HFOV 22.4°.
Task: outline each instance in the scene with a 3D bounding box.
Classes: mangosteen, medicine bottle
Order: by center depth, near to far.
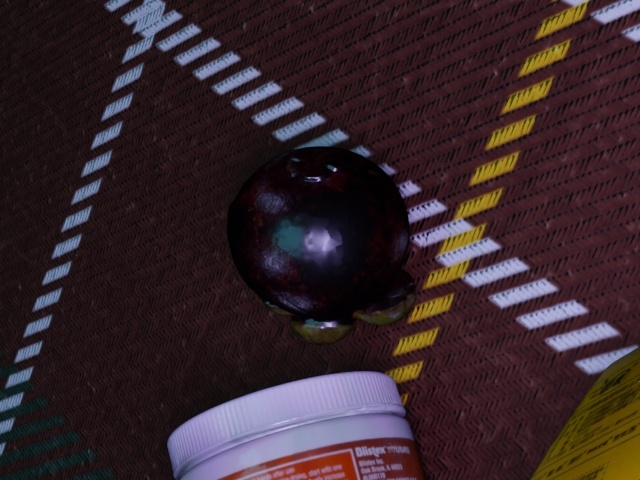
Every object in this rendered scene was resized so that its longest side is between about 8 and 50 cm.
[{"bbox_3d":[-0.010,0.286,1.648,0.252,0.252,0.241,-30,68,40],"label":"medicine bottle"},{"bbox_3d":[0.000,0.000,1.700,0.209,0.209,0.210,-2,87,45],"label":"mangosteen"}]

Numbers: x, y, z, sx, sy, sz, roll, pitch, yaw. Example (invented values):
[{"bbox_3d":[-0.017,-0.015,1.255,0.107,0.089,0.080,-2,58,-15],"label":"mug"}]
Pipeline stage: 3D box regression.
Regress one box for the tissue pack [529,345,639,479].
[{"bbox_3d":[0.339,0.178,1.197,0.228,0.293,0.382,43,144,-5],"label":"tissue pack"}]
